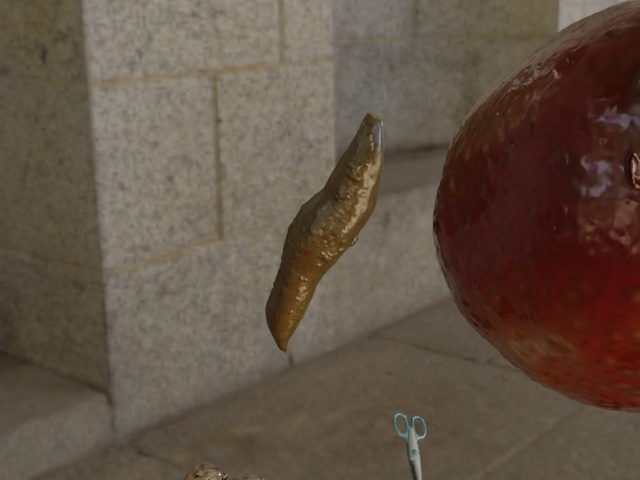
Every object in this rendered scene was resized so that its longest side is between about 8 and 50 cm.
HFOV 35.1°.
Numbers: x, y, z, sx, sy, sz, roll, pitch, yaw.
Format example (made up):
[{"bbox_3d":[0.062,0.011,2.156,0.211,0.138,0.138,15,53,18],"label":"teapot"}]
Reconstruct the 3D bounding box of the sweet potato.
[{"bbox_3d":[0.000,0.000,0.988,0.067,0.273,0.067,21,27,-11],"label":"sweet potato"}]

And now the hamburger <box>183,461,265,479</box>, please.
[{"bbox_3d":[-0.158,0.383,1.281,0.107,0.231,0.231,27,15,-2],"label":"hamburger"}]

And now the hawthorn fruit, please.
[{"bbox_3d":[0.225,-0.031,0.649,0.285,0.284,0.369,-2,-8,-3],"label":"hawthorn fruit"}]

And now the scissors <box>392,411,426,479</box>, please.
[{"bbox_3d":[0.134,0.303,1.453,0.058,0.119,0.014,13,-37,-28],"label":"scissors"}]
